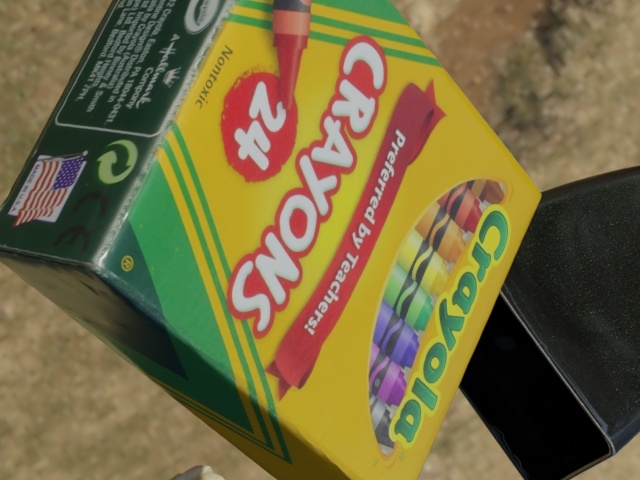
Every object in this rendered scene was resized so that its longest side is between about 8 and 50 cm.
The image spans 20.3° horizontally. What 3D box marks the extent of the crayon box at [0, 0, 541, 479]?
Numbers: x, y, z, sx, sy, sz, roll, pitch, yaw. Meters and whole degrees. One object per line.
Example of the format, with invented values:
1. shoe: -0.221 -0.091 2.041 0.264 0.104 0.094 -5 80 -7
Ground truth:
1. crayon box: 0.000 0.000 0.884 0.318 0.081 0.202 44 63 -46

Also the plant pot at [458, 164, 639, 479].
1. plant pot: 0.192 0.052 1.313 0.167 0.188 0.187 -33 171 -19

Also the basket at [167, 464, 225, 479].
1. basket: -0.092 0.367 1.149 0.331 0.328 0.266 -27 126 -37
